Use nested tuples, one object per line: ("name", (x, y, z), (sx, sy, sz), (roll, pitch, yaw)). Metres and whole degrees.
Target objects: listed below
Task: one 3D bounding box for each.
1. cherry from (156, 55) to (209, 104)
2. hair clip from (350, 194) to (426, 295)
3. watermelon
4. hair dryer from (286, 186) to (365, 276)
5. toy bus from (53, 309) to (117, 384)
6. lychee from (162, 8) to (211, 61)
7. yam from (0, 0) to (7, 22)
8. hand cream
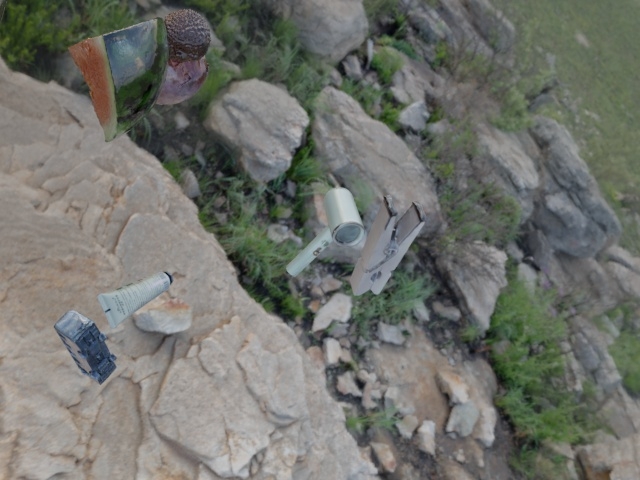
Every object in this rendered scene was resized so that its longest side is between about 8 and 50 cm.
("cherry", (-0.416, -0.460, 1.482), (0.175, 0.249, 0.192), (44, 48, -30))
("hair clip", (0.168, 0.023, 1.450), (0.101, 0.331, 0.085), (-2, 50, -22))
("watermelon", (-0.269, -0.223, 0.768), (0.193, 0.137, 0.146), (-79, 157, -65))
("hair dryer", (0.000, 0.000, 1.235), (0.073, 0.236, 0.131), (23, 33, -31))
("toy bus", (-0.380, 0.177, 0.888), (0.065, 0.166, 0.047), (28, 54, 14))
("lychee", (-0.317, -0.478, 1.273), (0.123, 0.123, 0.129), (32, 41, -22))
("yam", (-0.607, -0.352, 0.957), (0.061, 0.274, 0.061), (30, 15, -9))
("hand cream", (-0.490, 0.144, 1.463), (0.096, 0.059, 0.276), (69, 22, -7))
